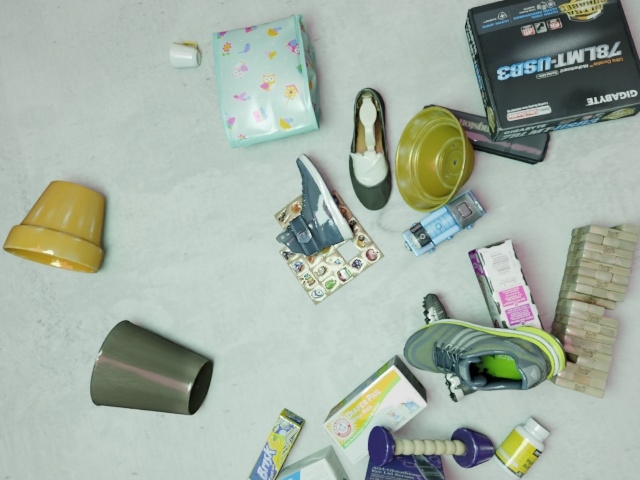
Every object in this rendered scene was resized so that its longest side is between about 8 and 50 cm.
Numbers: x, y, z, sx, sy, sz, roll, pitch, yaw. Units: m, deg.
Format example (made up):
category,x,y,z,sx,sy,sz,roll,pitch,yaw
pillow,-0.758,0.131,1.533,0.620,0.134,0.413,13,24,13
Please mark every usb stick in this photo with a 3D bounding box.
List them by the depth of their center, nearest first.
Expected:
category,x,y,z,sx,sy,sz,roll,pitch,yaw
usb stick,0.355,-0.235,0.968,0.278,0.045,0.077,18,91,12

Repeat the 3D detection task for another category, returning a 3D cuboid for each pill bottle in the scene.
category,x,y,z,sx,sy,sz,roll,pitch,yaw
pill bottle,0.414,0.422,0.901,0.065,0.065,0.116,37,94,11

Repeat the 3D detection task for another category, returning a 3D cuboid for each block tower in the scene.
category,x,y,z,sx,sy,sz,roll,pitch,yaw
block tower,0.538,0.129,0.884,0.097,0.091,0.335,14,88,11

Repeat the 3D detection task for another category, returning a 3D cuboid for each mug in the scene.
category,x,y,z,sx,sy,sz,roll,pitch,yaw
mug,-0.339,-0.474,1.115,0.064,0.062,0.078,7,94,4

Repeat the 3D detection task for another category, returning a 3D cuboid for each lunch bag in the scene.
category,x,y,z,sx,sy,sz,roll,pitch,yaw
lunch bag,-0.117,-0.348,1.013,0.223,0.160,0.262,-9,79,10

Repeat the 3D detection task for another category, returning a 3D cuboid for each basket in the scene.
category,x,y,z,sx,sy,sz,roll,pitch,yaw
basket,-0.383,0.311,1.027,0.227,0.154,0.204,12,86,8

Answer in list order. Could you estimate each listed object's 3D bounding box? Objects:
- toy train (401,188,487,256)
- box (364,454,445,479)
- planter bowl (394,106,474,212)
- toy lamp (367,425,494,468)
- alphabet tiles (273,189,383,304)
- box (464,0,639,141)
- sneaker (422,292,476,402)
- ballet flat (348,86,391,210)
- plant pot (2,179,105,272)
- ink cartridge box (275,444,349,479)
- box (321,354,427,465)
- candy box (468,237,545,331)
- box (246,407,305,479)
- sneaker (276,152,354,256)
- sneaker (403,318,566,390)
category,x,y,z,sx,sy,sz,roll,pitch,yaw
toy train,0.262,-0.035,0.942,0.184,0.105,0.080,-32,81,7
box,0.165,0.499,0.873,0.153,0.207,0.108,5,87,10
planter bowl,0.259,-0.168,0.937,0.090,0.217,0.217,-2,85,-28
toy lamp,0.227,0.409,0.874,0.275,0.080,0.080,14,89,-22
alphabet tiles,0.000,0.000,1.041,0.198,0.009,0.237,-36,80,7
box,0.482,-0.377,0.920,0.295,0.073,0.293,-9,76,8
sneaker,0.292,0.217,0.937,0.106,0.078,0.234,-19,87,6
ballet flat,0.105,-0.209,0.989,0.095,0.096,0.280,-5,85,10
plant pot,-0.628,-0.037,1.082,0.205,0.205,0.188,7,73,12
ink cartridge box,0.015,0.595,0.961,0.134,0.078,0.231,-29,81,8
box,0.117,0.357,0.940,0.203,0.114,0.103,-42,80,7
candy box,0.373,0.119,0.883,0.071,0.159,0.233,-20,82,11
box,-0.101,0.478,1.004,0.059,0.054,0.169,27,92,12
sneaker,-0.046,-0.073,1.006,0.163,0.086,0.226,-27,83,6
sneaker,0.267,0.210,0.800,0.300,0.121,0.111,-14,89,47
